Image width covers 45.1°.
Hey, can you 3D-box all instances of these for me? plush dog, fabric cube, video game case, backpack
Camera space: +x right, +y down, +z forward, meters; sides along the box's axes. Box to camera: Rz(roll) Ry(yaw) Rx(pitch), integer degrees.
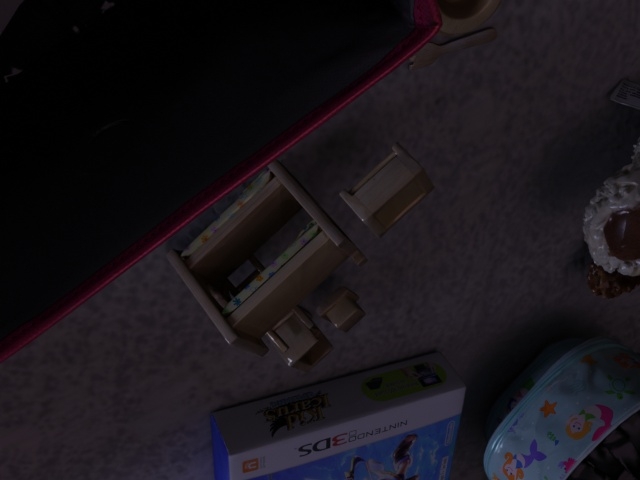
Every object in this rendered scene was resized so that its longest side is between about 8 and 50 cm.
[{"bbox_3d":[0.368,-0.034,0.734,0.262,0.211,0.225,-4,143,8],"label":"plush dog"},{"bbox_3d":[-0.155,-0.149,0.313,0.254,0.258,0.259,-36,130,0],"label":"fabric cube"},{"bbox_3d":[0.016,0.260,0.796,0.244,0.061,0.270,-11,125,-19],"label":"video game case"},{"bbox_3d":[0.292,0.220,0.823,0.225,0.191,0.253,-49,136,6],"label":"backpack"}]

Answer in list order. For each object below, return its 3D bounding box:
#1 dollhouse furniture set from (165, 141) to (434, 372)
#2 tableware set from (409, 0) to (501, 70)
[{"bbox_3d":[0.000,0.000,0.619,0.182,0.101,0.161,-42,154,3],"label":"dollhouse furniture set"},{"bbox_3d":[0.055,-0.170,0.546,0.194,0.039,0.128,-21,128,-13],"label":"tableware set"}]
